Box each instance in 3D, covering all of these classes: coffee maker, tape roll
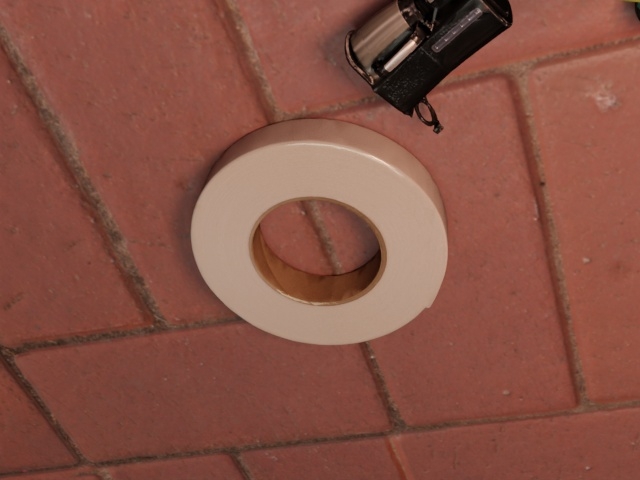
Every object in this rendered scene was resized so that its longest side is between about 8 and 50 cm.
[{"bbox_3d":[0.147,-0.250,1.021,0.171,0.120,0.178,23,133,-39],"label":"coffee maker"},{"bbox_3d":[0.000,0.000,1.251,0.391,0.072,0.392,5,127,6],"label":"tape roll"}]

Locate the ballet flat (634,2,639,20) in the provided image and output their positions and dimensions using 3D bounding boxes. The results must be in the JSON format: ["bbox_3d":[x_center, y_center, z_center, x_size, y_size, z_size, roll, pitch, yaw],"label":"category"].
[{"bbox_3d":[0.510,-0.265,0.949,0.280,0.096,0.095,-3,126,11],"label":"ballet flat"}]
